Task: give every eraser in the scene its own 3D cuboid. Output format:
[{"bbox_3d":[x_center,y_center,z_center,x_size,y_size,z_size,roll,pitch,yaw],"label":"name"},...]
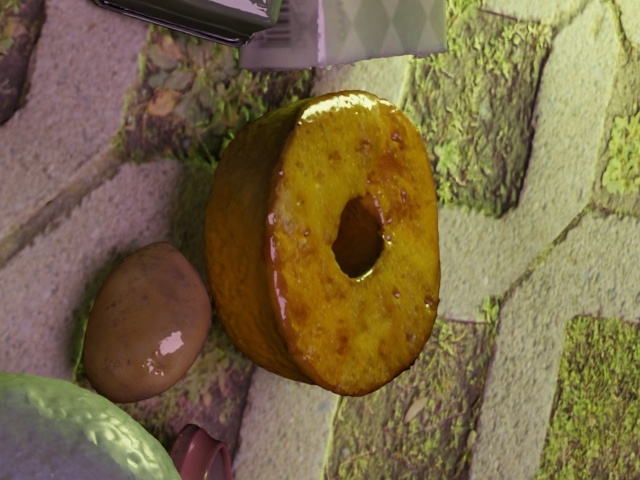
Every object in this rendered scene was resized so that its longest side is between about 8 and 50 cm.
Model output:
[{"bbox_3d":[0.016,-0.364,1.739,0.213,0.082,0.396,-12,103,-42],"label":"eraser"}]

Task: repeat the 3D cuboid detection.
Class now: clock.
[{"bbox_3d":[-0.124,0.283,1.636,0.244,0.056,0.244,6,90,-85],"label":"clock"}]

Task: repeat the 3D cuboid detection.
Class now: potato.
[{"bbox_3d":[-0.153,0.076,1.622,0.112,0.112,0.147,48,54,-36],"label":"potato"}]

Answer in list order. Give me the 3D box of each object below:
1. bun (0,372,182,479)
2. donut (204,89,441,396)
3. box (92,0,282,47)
[{"bbox_3d":[-0.239,0.266,1.436,0.211,0.362,0.361,-41,130,-75],"label":"bun"},{"bbox_3d":[0.000,0.000,1.717,0.303,0.110,0.302,3,86,-58],"label":"donut"},{"bbox_3d":[-0.104,-0.245,1.611,0.172,0.093,0.124,13,86,-29],"label":"box"}]
